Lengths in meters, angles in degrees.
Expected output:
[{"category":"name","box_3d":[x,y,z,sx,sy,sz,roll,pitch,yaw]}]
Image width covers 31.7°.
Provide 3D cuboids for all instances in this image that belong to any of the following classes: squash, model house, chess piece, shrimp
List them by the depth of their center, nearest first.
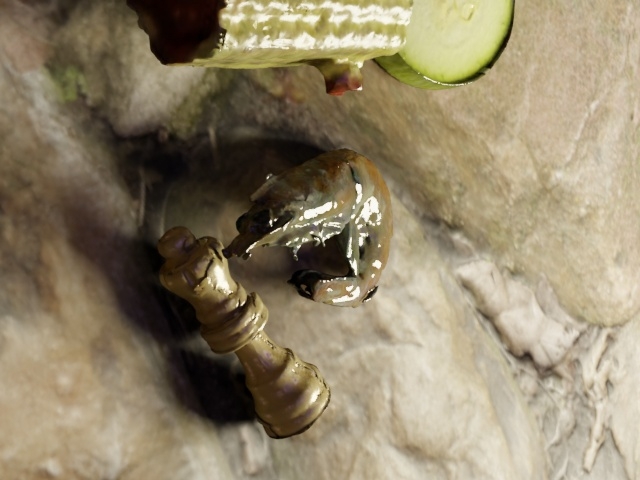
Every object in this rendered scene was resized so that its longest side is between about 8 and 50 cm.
[{"category":"model house","box_3d":[-0.036,-0.227,0.795,0.196,0.160,0.253,-12,93,-44]},{"category":"chess piece","box_3d":[-0.059,0.061,0.803,0.060,0.060,0.172,-49,116,-36]},{"category":"shrimp","box_3d":[0.000,0.000,0.856,0.223,0.048,0.126,-25,105,-56]},{"category":"squash","box_3d":[0.096,-0.240,1.005,0.219,0.041,0.219,2,87,-45]}]
